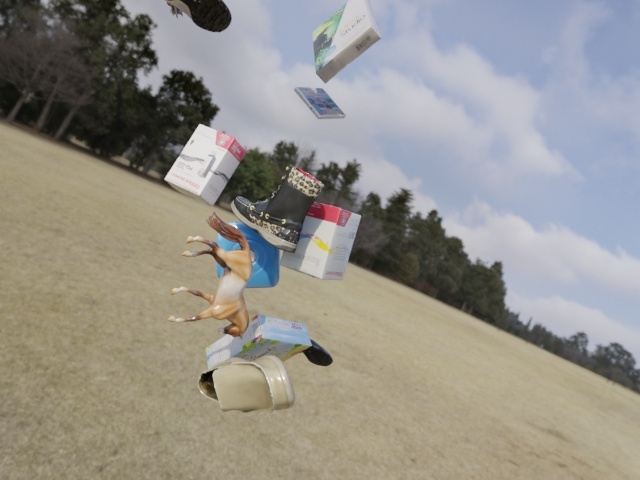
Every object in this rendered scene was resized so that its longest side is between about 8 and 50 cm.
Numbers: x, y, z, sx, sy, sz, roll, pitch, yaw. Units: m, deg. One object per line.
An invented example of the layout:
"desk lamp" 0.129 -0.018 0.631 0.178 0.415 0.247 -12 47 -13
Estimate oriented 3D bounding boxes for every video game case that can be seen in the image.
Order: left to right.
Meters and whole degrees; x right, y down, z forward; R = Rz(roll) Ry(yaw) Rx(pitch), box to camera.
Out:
"video game case" 0.000 -0.475 1.792 0.143 0.019 0.157 53 36 14

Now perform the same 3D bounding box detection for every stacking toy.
"stacking toy" -0.199 0.016 1.462 0.166 0.175 0.302 2 10 -6

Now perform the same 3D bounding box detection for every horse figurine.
"horse figurine" -0.205 0.080 1.059 0.175 0.263 0.066 12 10 -22

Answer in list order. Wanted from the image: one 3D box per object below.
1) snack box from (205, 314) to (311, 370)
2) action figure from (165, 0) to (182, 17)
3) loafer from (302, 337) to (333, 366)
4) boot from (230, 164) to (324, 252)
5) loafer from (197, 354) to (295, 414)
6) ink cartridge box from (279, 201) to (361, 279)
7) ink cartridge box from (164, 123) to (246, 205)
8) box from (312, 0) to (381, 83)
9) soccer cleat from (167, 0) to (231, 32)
"snack box" -0.158 0.270 1.307 0.175 0.207 0.070 22 41 -46
"action figure" -0.497 -0.896 1.807 0.099 0.284 0.185 15 -45 -4
"loafer" -0.029 0.332 1.607 0.170 0.062 0.061 39 19 -23
"boot" -0.101 -0.097 1.206 0.085 0.178 0.236 15 17 -48
"loafer" -0.139 0.265 0.928 0.092 0.101 0.269 -17 -2 -36
"ink cartridge box" 0.000 0.000 1.283 0.128 0.176 0.128 16 1 27
"ink cartridge box" -0.363 -0.238 1.637 0.159 0.217 0.092 25 -9 25
"box" 0.079 -0.693 1.747 0.058 0.232 0.321 39 30 -33
"soccer cleat" -0.390 -0.713 1.490 0.318 0.108 0.116 13 39 -50
